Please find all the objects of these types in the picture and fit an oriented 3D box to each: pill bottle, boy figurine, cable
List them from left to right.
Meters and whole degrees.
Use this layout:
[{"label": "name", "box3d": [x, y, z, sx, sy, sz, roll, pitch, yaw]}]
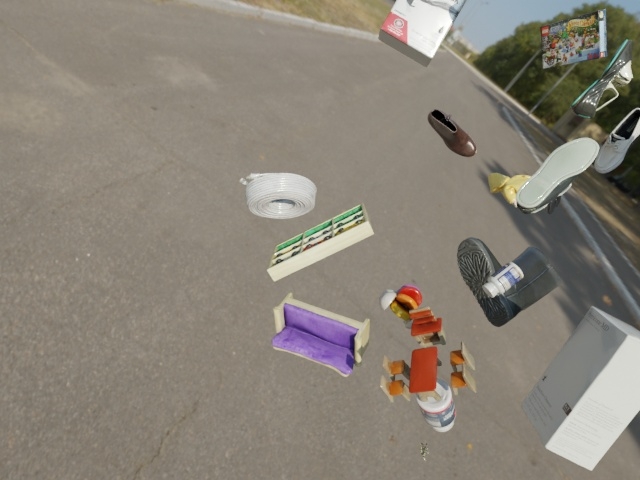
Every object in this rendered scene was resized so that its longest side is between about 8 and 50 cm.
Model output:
[{"label": "cable", "box3d": [-0.142, -0.158, 1.689, 0.257, 0.257, 0.089, 65, 20, -68]}, {"label": "pill bottle", "box3d": [0.363, 0.516, 1.446, 0.108, 0.108, 0.180, -104, 172, -49]}, {"label": "pill bottle", "box3d": [0.581, 0.128, 1.493, 0.067, 0.120, 0.067, 53, -3, 4]}, {"label": "boy figurine", "box3d": [0.801, -0.196, 1.872, 0.285, 0.092, 0.177, 24, 57, 36]}]

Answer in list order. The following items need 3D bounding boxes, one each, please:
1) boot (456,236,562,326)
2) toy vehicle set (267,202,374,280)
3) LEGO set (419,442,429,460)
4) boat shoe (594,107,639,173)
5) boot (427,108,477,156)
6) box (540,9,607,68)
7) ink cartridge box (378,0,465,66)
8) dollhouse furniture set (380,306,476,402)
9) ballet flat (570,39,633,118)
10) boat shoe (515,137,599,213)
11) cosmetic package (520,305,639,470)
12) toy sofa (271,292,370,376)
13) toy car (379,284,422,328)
[{"label": "boot", "box3d": [0.787, 0.107, 1.924, 0.445, 0.146, 0.367, -20, 88, -34]}, {"label": "toy vehicle set", "box3d": [0.000, 0.000, 1.161, 0.035, 0.267, 0.166, 61, 9, -17]}, {"label": "LEGO set", "box3d": [0.340, 0.696, 1.548, 0.083, 0.023, 0.054, 64, 31, -30]}, {"label": "boat shoe", "box3d": [1.113, -0.376, 1.747, 0.084, 0.258, 0.095, 8, 26, -40]}, {"label": "boot", "box3d": [0.511, -0.410, 1.803, 0.248, 0.090, 0.207, 43, 17, 1]}, {"label": "box", "box3d": [0.939, -0.743, 1.739, 0.044, 0.159, 0.233, -20, 17, -24]}, {"label": "ink cartridge box", "box3d": [0.345, -0.751, 1.530, 0.197, 0.273, 0.114, 30, 6, -1]}, {"label": "dollhouse furniture set", "box3d": [0.315, 0.345, 1.413, 0.135, 0.262, 0.259, 56, 32, -30]}, {"label": "ballet flat", "box3d": [0.951, -0.519, 1.538, 0.096, 0.280, 0.095, 40, 10, 13]}, {"label": "boat shoe", "box3d": [0.759, -0.207, 1.510, 0.114, 0.302, 0.091, 57, 9, 30]}, {"label": "cosmetic package", "box3d": [0.760, 0.405, 1.308, 0.156, 0.385, 0.217, 25, 13, -1]}, {"label": "toy sofa", "box3d": [-0.007, 0.347, 1.747, 0.362, 0.150, 0.177, 16, 40, 22]}, {"label": "toy car", "box3d": [0.303, 0.221, 1.672, 0.159, 0.136, 0.182, 37, 4, 5]}]
